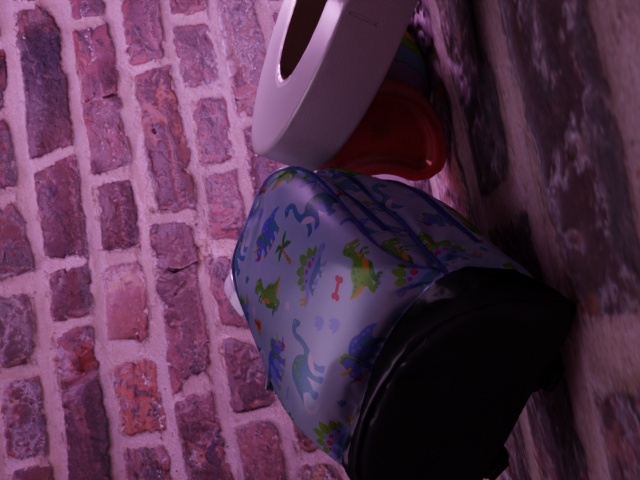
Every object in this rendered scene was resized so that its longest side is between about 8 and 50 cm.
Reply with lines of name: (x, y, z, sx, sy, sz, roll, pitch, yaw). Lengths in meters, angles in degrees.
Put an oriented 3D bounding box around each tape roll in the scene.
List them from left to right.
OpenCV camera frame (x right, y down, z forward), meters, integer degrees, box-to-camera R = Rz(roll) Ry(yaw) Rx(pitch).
tape roll: (0.016, -0.273, 0.851, 0.392, 0.072, 0.392, -162, 90, -72)

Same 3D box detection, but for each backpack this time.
backpack: (0.052, 0.063, 0.763, 0.355, 0.273, 0.290, -103, 30, -57)

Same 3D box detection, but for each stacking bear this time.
stacking bear: (0.076, -0.238, 1.021, 0.164, 0.175, 0.289, 85, -177, -48)

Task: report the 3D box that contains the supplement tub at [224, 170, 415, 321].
supplement tub: (0.000, 0.000, 1.238, 0.325, 0.235, 0.235, -54, 19, 18)
